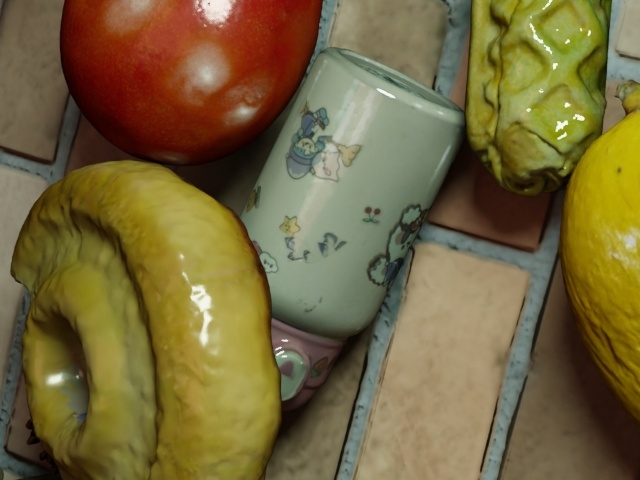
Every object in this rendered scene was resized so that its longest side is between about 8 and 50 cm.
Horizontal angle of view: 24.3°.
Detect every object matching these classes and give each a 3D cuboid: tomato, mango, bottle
[{"bbox_3d":[-0.087,-0.145,0.973,0.195,0.136,0.195,-32,37,29],"label":"tomato"},{"bbox_3d":[0.231,0.054,0.813,0.176,0.119,0.316,-42,69,44],"label":"mango"},{"bbox_3d":[0.000,0.000,0.960,0.110,0.110,0.233,32,103,26],"label":"bottle"}]

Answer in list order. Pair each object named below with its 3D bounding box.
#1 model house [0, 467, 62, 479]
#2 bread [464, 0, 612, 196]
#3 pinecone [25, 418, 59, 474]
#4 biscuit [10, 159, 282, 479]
[{"bbox_3d":[-0.266,0.239,1.071,0.211,0.204,0.243,-8,54,-12],"label":"model house"},{"bbox_3d":[0.135,-0.160,0.895,0.098,0.087,0.269,0,86,53],"label":"bread"},{"bbox_3d":[-0.156,0.132,1.060,0.102,0.102,0.109,-29,102,25],"label":"pinecone"},{"bbox_3d":[-0.115,0.071,0.935,0.213,0.091,0.274,-41,58,45],"label":"biscuit"}]
